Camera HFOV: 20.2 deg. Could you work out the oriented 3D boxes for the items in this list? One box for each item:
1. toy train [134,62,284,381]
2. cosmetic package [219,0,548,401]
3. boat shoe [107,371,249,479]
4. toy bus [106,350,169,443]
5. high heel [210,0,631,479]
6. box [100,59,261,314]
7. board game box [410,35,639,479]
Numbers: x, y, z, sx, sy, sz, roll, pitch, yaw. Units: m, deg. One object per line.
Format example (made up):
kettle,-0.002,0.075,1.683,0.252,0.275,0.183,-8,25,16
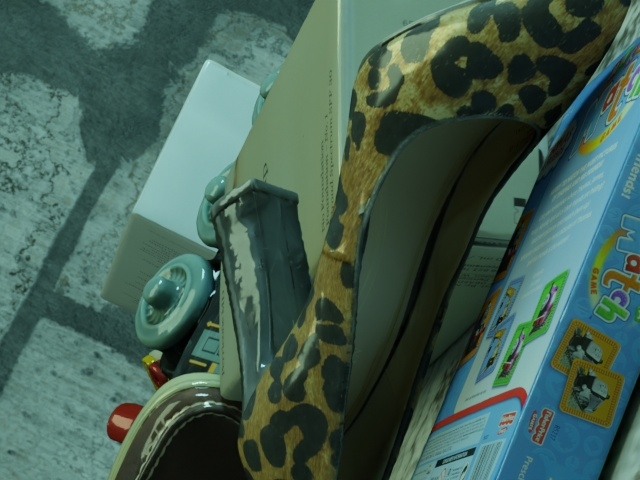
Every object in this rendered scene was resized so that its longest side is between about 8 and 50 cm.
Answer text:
toy train,0.000,0.000,1.286,0.190,0.142,0.334,11,69,56
cosmetic package,0.025,-0.018,1.024,0.309,0.113,0.160,125,147,-64
boat shoe,-0.097,0.257,1.152,0.123,0.123,0.342,-121,47,-73
toy bus,-0.053,0.132,1.433,0.202,0.191,0.104,-69,-37,-52
high heel,0.054,0.015,0.751,0.261,0.093,0.186,-37,56,40
box,-0.073,-0.007,1.764,0.168,0.215,0.345,-66,5,-18
board game box,0.097,0.020,0.703,0.160,0.039,0.211,129,165,-75
